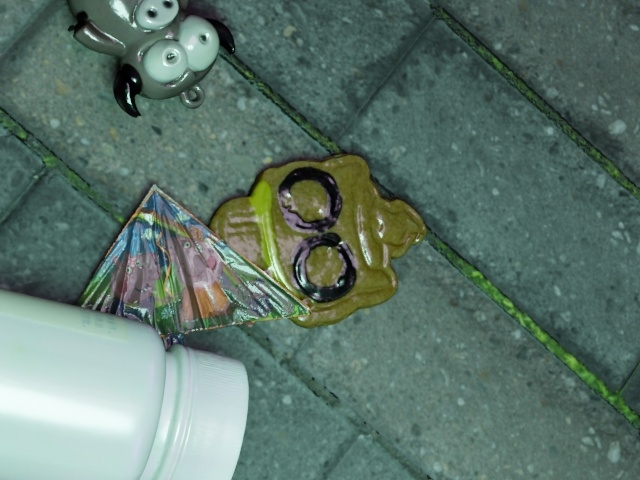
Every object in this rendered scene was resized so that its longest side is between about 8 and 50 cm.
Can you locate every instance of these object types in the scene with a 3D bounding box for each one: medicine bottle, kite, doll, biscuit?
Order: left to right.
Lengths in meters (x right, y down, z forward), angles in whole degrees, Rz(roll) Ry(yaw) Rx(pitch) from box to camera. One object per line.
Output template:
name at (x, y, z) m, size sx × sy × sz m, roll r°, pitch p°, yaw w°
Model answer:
medicine bottle at (-0.285, 0.175, 1.813) m, size 0.378 × 0.213 × 0.214 m, roll 15°, pitch 75°, yaw -17°
doll at (-0.212, -0.270, 1.976) m, size 0.182 × 0.117 × 0.257 m, roll -35°, pitch 91°, yaw -28°
kite at (-0.173, 0.048, 1.964) m, size 0.321 × 0.016 × 0.234 m, roll -8°, pitch 83°, yaw -15°
biscuit at (0.000, 0.000, 2.046) m, size 0.290 × 0.041 × 0.208 m, roll -10°, pitch 85°, yaw -22°
